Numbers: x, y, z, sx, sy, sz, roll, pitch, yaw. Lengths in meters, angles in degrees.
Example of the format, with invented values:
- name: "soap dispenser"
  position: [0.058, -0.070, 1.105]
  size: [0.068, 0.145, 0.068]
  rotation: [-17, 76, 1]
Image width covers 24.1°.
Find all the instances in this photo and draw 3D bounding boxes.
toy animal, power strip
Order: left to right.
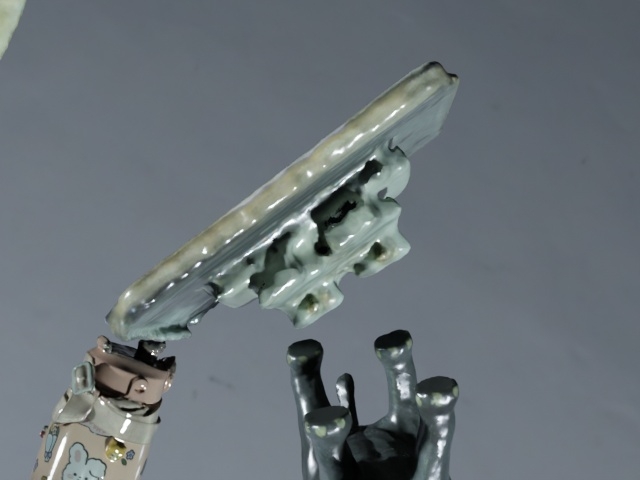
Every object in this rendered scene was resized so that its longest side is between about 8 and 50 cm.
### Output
- name: "power strip"
  position: [0.000, 0.000, 0.767]
  size: [0.198, 0.213, 0.064]
  rotation: [-37, 87, 2]
- name: "toy animal"
  position: [0.039, 0.138, 0.774]
  size: [0.082, 0.137, 0.269]
  rotation: [-12, 23, -6]

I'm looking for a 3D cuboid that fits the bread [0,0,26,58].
- name: "bread"
  position: [-0.145, -0.052, 0.350]
  size: [0.193, 0.036, 0.112]
  rotation: [-25, 96, -28]

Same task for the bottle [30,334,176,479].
- name: "bottle"
  position: [-0.182, 0.149, 1.267]
  size: [0.098, 0.152, 0.099]
  rotation: [21, 7, -3]
